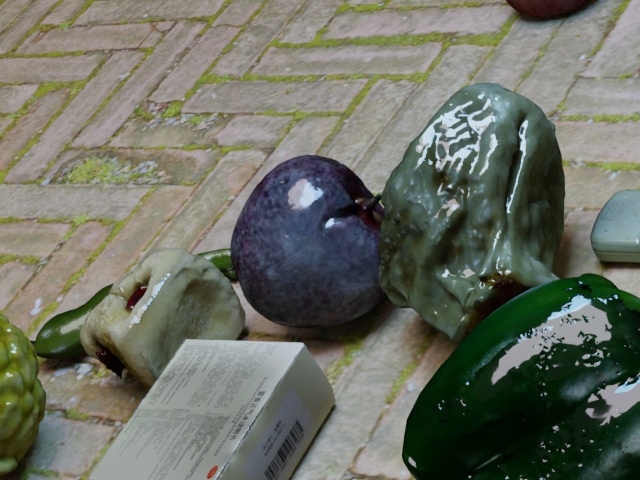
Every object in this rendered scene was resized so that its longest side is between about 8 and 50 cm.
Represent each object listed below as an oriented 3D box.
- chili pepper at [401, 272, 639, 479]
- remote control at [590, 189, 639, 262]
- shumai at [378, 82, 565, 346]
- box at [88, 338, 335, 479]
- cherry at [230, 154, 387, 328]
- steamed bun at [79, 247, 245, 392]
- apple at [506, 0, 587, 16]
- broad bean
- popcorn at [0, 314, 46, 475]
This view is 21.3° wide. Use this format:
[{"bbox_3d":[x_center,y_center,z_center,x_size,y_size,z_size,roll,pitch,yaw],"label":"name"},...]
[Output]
[{"bbox_3d":[0.213,0.173,1.428,0.256,0.248,0.233,-35,43,4],"label":"chili pepper"},{"bbox_3d":[0.396,-0.015,1.748,0.233,0.038,0.098,1,41,36],"label":"remote control"},{"bbox_3d":[0.194,-0.016,1.743,0.222,0.225,0.261,27,98,41],"label":"shumai"},{"bbox_3d":[-0.107,0.205,1.746,0.168,0.095,0.212,-2,40,37],"label":"box"},{"bbox_3d":[-0.009,0.006,1.881,0.195,0.195,0.195,-19,32,13],"label":"cherry"},{"bbox_3d":[-0.197,0.097,1.935,0.155,0.141,0.172,-3,42,40],"label":"steamed bun"},{"bbox_3d":[0.309,-0.373,2.262,0.153,0.120,0.153,-18,32,12],"label":"apple"},{"bbox_3d":[-0.212,0.074,2.055,0.318,0.056,0.098,-18,32,10],"label":"broad bean"},{"bbox_3d":[-0.426,0.180,1.924,0.259,0.259,0.212,-13,9,22],"label":"popcorn"}]
